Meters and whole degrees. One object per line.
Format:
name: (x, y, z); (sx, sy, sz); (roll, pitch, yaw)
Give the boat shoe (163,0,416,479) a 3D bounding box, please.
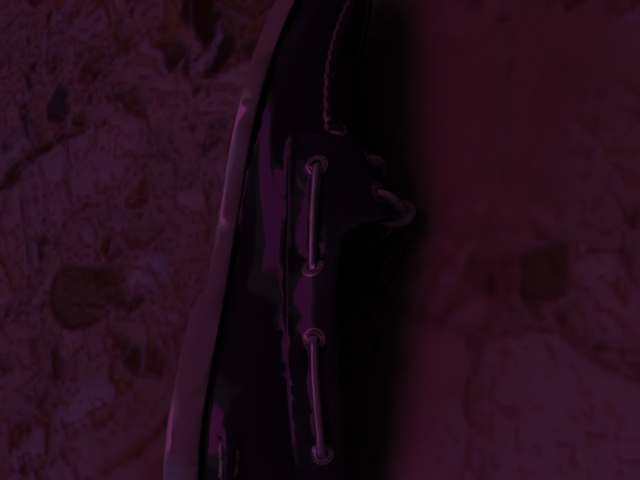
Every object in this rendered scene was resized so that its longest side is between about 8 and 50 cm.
boat shoe: (0.000, 0.000, 0.672); (0.065, 0.075, 0.206); (9, 69, 11)
